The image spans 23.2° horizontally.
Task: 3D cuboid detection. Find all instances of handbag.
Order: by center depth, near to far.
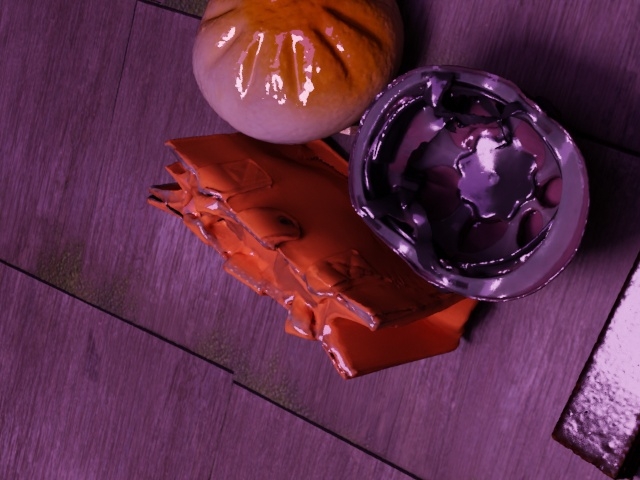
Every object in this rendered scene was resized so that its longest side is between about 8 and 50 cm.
[{"bbox_3d":[0.000,0.000,2.067,0.410,0.303,0.116,40,119,28],"label":"handbag"}]

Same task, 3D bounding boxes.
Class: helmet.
[{"bbox_3d":[0.210,-0.070,1.975,0.338,0.197,0.271,31,102,22],"label":"helmet"}]

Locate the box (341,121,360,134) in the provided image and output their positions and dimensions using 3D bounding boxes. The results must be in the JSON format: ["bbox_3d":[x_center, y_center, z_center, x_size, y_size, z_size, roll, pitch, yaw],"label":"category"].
[{"bbox_3d":[0.044,-0.158,2.155,0.058,0.093,0.015,17,104,34],"label":"box"}]

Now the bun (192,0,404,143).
[{"bbox_3d":[-0.038,-0.284,2.098,0.299,0.165,0.299,-6,60,10],"label":"bun"}]

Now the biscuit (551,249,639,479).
[{"bbox_3d":[0.410,0.113,1.912,0.107,0.073,0.388,34,111,32],"label":"biscuit"}]
